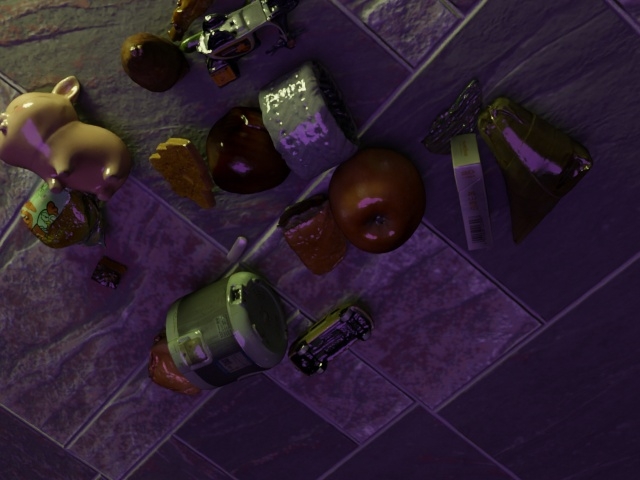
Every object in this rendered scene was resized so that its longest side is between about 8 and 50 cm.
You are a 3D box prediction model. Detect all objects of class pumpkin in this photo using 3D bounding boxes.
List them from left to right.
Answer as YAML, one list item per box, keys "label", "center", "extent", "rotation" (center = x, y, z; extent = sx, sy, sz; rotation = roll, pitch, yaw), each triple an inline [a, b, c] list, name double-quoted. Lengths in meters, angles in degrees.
- label: "pumpkin"
  center: [-0.600, 0.096, 2.045]
  extent: [0.083, 0.054, 0.074]
  rotation: [26, 123, -10]

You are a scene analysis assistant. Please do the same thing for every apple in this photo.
- label: "apple"
  center: [0.133, -0.090, 1.720]
  extent: [0.253, 0.253, 0.254]
  rotation: [4, 118, 8]

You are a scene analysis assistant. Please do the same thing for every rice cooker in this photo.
- label: "rice cooker"
  center: [-0.254, 0.246, 1.933]
  extent: [0.276, 0.288, 0.288]
  rotation: [-23, 111, 18]

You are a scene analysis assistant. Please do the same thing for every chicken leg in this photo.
- label: "chicken leg"
  center: [-0.301, -0.545, 1.638]
  extent: [0.101, 0.085, 0.207]
  rotation: [14, 131, -35]

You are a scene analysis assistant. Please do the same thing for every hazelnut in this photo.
- label: "hazelnut"
  center: [-0.166, -0.201, 1.717]
  extent: [0.229, 0.229, 0.230]
  rotation: [4, 118, 8]

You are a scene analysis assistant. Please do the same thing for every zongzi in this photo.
- label: "zongzi"
  center: [0.440, -0.154, 1.688]
  extent: [0.273, 0.145, 0.300]
  rotation: [31, 125, -3]

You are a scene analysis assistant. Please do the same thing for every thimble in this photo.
- label: "thimble"
  center: [-0.023, -0.278, 1.662]
  extent: [0.157, 0.217, 0.246]
  rotation: [-25, 88, 17]

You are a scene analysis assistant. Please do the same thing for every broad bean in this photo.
- label: "broad bean"
  center: [-0.195, -0.523, 1.626]
  extent: [0.144, 0.049, 0.292]
  rotation: [15, 128, -35]

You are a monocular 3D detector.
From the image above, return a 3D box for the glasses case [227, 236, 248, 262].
- label: "glasses case"
  center: [-0.225, 0.025, 1.959]
  extent: [0.032, 0.021, 0.083]
  rotation: [31, 118, -4]

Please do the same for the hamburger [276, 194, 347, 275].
- label: "hamburger"
  center: [0.000, 0.000, 1.844]
  extent: [0.155, 0.135, 0.208]
  rotation: [-17, 115, 20]

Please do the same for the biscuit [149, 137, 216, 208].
- label: "biscuit"
  center: [-0.337, -0.181, 1.805]
  extent: [0.212, 0.041, 0.239]
  rotation: [40, 149, 5]

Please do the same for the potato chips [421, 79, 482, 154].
- label: "potato chips"
  center: [0.326, -0.281, 1.700]
  extent: [0.092, 0.028, 0.207]
  rotation: [34, 119, -10]

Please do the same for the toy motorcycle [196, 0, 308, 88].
- label: "toy motorcycle"
  center: [-0.151, -0.461, 1.607]
  extent: [0.263, 0.091, 0.157]
  rotation: [-26, 144, 10]

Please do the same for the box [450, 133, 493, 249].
- label: "box"
  center: [0.356, -0.114, 1.698]
  extent: [0.067, 0.149, 0.233]
  rotation: [-11, 122, 11]

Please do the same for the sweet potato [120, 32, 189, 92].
- label: "sweet potato"
  center: [-0.373, -0.390, 1.592]
  extent: [0.131, 0.337, 0.131]
  rotation: [-1, 104, -3]

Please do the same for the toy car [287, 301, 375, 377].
- label: "toy car"
  center: [0.031, 0.260, 1.984]
  extent: [0.256, 0.124, 0.101]
  rotation: [-39, 105, 15]

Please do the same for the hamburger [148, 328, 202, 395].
- label: "hamburger"
  center: [-0.403, 0.351, 2.112]
  extent: [0.213, 0.108, 0.214]
  rotation: [4, 117, 8]

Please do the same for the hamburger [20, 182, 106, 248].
- label: "hamburger"
  center: [-0.669, -0.059, 1.931]
  extent: [0.214, 0.125, 0.235]
  rotation: [-27, 96, 32]

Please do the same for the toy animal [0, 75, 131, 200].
- label: "toy animal"
  center: [-0.631, -0.237, 1.790]
  extent: [0.326, 0.269, 0.237]
  rotation: [17, 126, -37]
